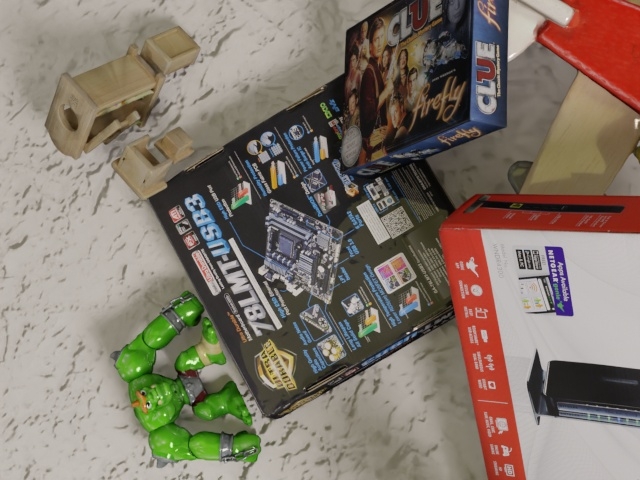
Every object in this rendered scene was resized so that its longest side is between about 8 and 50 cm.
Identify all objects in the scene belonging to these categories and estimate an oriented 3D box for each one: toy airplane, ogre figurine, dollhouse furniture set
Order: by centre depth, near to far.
[{"bbox_3d":[0.330,-0.165,1.136,0.386,0.272,0.384,-16,79,27],"label":"toy airplane"},{"bbox_3d":[-0.152,0.167,1.268,0.118,0.097,0.197,-23,97,-9],"label":"ogre figurine"},{"bbox_3d":[-0.192,-0.134,1.331,0.161,0.101,0.182,47,48,11],"label":"dollhouse furniture set"}]

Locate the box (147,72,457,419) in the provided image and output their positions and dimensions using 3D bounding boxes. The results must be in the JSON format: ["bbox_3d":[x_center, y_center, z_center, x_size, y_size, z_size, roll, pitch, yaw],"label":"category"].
[{"bbox_3d":[0.000,0.000,1.272,0.293,0.073,0.295,-32,75,6],"label":"box"}]

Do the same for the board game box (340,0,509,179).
[{"bbox_3d":[0.097,-0.165,1.138,0.042,0.243,0.165,9,77,-27],"label":"board game box"}]

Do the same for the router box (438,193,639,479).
[{"bbox_3d":[0.284,0.124,1.044,0.301,0.082,0.335,2,116,35],"label":"router box"}]
